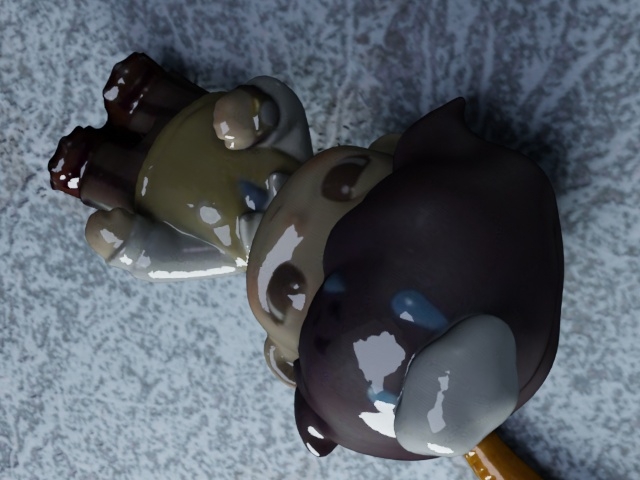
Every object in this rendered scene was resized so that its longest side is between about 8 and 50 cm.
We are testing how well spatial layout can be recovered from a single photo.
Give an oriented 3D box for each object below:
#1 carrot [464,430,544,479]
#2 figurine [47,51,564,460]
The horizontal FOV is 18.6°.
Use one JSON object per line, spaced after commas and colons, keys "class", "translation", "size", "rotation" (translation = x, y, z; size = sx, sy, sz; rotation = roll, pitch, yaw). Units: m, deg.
{"class": "carrot", "translation": [0.155, 0.197, 1.372], "size": [0.256, 0.061, 0.061], "rotation": [45, 130, 2]}
{"class": "figurine", "translation": [-0.005, -0.013, 1.249], "size": [0.365, 0.218, 0.206], "rotation": [34, 157, 13]}
